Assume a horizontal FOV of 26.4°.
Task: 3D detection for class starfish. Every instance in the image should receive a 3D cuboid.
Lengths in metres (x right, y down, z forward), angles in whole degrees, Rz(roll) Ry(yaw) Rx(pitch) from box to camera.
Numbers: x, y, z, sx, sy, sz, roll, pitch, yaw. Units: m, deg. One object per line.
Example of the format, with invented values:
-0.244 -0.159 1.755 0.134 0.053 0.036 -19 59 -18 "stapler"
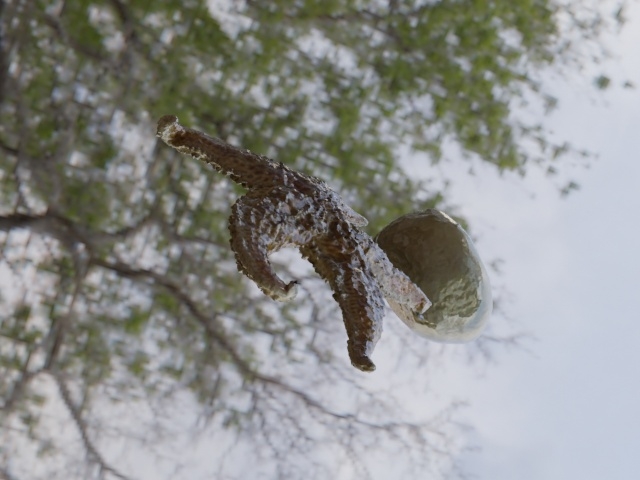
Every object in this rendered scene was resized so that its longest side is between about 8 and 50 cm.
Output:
0.003 -0.003 1.137 0.299 0.302 0.060 46 -72 26 "starfish"

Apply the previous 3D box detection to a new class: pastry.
0.116 0.042 1.440 0.092 0.156 0.156 -26 -152 -9 "pastry"
